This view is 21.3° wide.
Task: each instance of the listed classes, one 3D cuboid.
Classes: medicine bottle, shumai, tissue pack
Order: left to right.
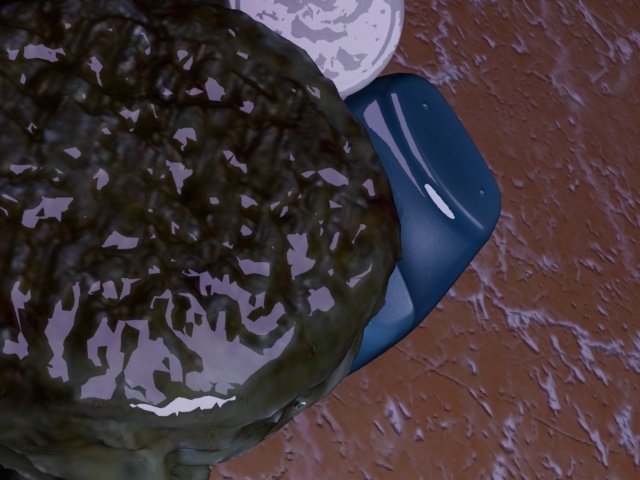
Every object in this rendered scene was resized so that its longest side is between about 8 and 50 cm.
[{"bbox_3d":[-0.163,0.036,1.145,0.395,0.348,0.395,6,57,-10],"label":"shumai"},{"bbox_3d":[-0.054,-0.166,1.319,0.170,0.293,0.170,0,90,-20],"label":"medicine bottle"},{"bbox_3d":[0.000,0.000,1.412,0.198,0.206,0.287,54,42,-9],"label":"tissue pack"}]
